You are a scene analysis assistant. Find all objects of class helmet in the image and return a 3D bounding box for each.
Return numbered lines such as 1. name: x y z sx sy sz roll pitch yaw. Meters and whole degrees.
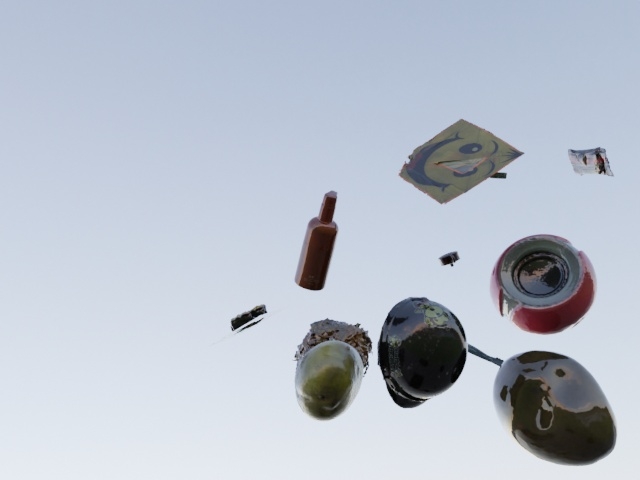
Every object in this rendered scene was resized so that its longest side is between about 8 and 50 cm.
1. helmet: 0.267 0.276 1.785 0.231 0.278 0.160 -3 -1 -40

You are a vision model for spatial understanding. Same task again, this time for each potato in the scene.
1. potato: 0.019 0.323 1.723 0.149 0.228 0.197 24 -63 9

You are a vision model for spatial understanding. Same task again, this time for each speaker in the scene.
1. speaker: 0.632 0.132 2.076 0.294 0.294 0.294 -11 -37 -8

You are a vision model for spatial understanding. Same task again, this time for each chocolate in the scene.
1. chocolate: 0.720 -0.209 1.974 0.028 0.182 0.086 -26 -77 -12

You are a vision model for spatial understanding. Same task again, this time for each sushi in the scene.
1. sushi: -0.204 0.218 2.024 0.193 0.040 0.210 -31 -8 19

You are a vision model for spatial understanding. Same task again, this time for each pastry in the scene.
1. pastry: 0.029 0.335 2.204 0.275 0.192 0.275 -20 5 2

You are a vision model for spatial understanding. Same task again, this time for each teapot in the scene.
1. teapot: 0.413 0.063 2.338 0.068 0.045 0.100 -24 1 -5

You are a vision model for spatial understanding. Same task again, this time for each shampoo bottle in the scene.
1. shampoo bottle: 0.000 0.001 1.781 0.085 0.085 0.244 4 -68 -27

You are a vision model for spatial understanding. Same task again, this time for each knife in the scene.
1. knife: 0.571 0.391 2.394 0.313 0.019 0.044 27 -40 -6

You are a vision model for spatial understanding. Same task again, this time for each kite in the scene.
1. kite: 0.371 -0.215 1.937 0.328 0.377 0.013 -2 -49 27

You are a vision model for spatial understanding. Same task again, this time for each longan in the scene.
1. longan: 0.604 0.440 1.918 0.288 0.350 0.288 -20 -50 -26

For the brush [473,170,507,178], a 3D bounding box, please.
1. brush: 0.431 -0.167 1.869 0.084 0.016 0.013 5 -2 20
